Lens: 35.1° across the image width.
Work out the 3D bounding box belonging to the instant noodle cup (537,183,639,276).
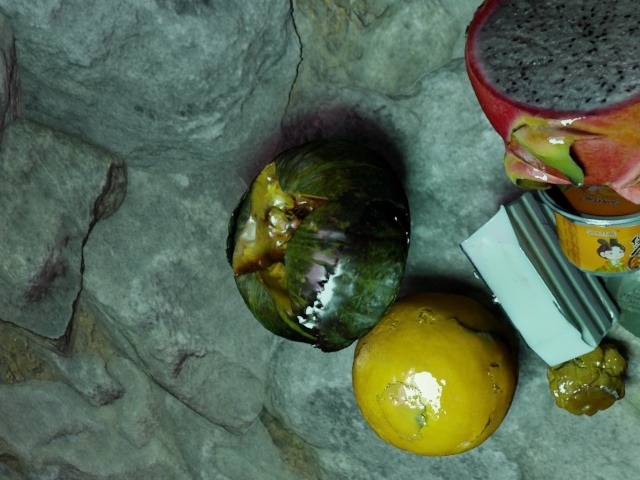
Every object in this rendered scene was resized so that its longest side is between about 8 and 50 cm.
[{"bbox_3d":[0.371,-0.034,1.299,0.208,0.177,0.125,28,143,41],"label":"instant noodle cup"}]

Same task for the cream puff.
[{"bbox_3d":[0.382,0.194,1.452,0.116,0.094,0.122,10,141,-22],"label":"cream puff"}]

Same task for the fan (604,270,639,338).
[{"bbox_3d":[0.522,0.053,1.341,0.223,0.012,0.294,41,130,6],"label":"fan"}]

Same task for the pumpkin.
[{"bbox_3d":[0.000,0.000,1.473,0.320,0.192,0.320,-21,65,54],"label":"pumpkin"}]

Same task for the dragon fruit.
[{"bbox_3d":[0.328,-0.169,1.177,0.305,0.305,0.226,8,150,28],"label":"dragon fruit"}]

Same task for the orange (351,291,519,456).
[{"bbox_3d":[0.168,0.195,1.489,0.246,0.246,0.246,15,122,25],"label":"orange"}]

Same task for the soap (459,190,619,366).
[{"bbox_3d":[0.299,0.050,1.390,0.091,0.145,0.230,-32,90,40],"label":"soap"}]
